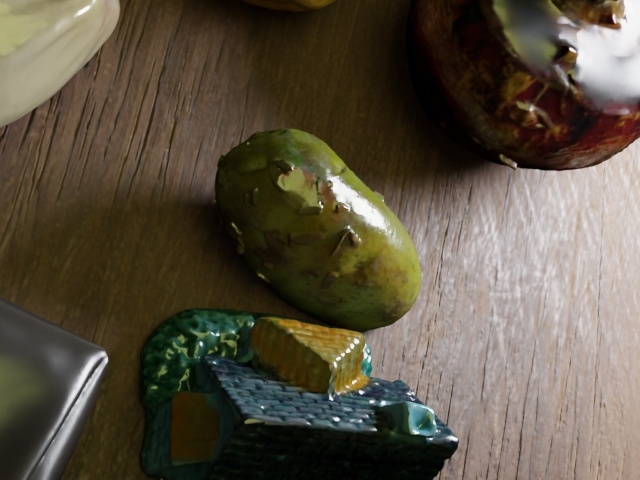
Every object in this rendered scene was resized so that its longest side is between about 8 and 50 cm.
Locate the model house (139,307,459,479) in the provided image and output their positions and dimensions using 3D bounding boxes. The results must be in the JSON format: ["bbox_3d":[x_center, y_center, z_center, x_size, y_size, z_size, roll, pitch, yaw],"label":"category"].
[{"bbox_3d":[-0.024,0.163,1.304,0.261,0.241,0.225,8,74,-23],"label":"model house"}]

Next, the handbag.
[{"bbox_3d":[-0.358,0.147,1.183,0.285,0.113,0.257,30,46,-16],"label":"handbag"}]

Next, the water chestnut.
[{"bbox_3d":[0.272,-0.246,1.527,0.351,0.302,0.350,10,67,-23],"label":"water chestnut"}]

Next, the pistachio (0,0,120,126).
[{"bbox_3d":[-0.351,-0.208,1.279,0.332,0.207,0.226,-36,49,-15],"label":"pistachio"}]

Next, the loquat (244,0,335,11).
[{"bbox_3d":[-0.033,-0.362,1.458,0.244,0.244,0.243,7,72,-24],"label":"loquat"}]

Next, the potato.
[{"bbox_3d":[0.000,0.000,1.410,0.298,0.176,0.141,49,60,-32],"label":"potato"}]
